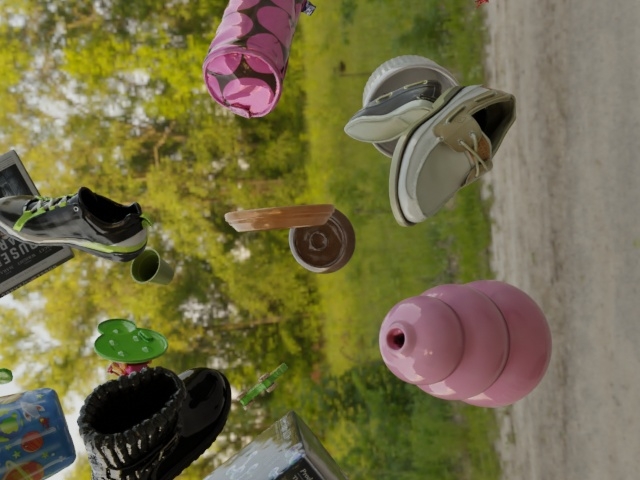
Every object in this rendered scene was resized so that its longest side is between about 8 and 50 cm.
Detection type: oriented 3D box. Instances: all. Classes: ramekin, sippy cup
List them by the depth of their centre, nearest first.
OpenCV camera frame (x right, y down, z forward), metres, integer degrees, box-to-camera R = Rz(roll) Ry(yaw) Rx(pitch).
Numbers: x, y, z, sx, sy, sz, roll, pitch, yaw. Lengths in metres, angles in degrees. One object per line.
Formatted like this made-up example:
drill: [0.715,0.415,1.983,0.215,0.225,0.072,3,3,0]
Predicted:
sippy cup: [-0.620,0.407,1.645,0.306,0.224,0.240,71,160,1]
ramekin: [0.181,-0.277,1.663,0.109,0.207,0.207,-103,9,-57]

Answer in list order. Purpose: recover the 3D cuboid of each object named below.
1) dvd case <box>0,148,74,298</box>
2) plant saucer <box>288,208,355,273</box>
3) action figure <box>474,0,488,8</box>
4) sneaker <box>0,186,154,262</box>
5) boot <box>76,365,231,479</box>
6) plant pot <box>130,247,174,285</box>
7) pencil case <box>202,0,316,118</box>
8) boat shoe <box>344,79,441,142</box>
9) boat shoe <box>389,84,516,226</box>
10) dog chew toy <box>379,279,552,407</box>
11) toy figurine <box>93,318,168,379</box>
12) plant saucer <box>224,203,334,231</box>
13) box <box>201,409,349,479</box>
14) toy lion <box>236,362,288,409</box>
dvd case: [-0.583,-0.026,1.491,0.239,0.179,0.029,57,168,13]
plant saucer: [0.000,0.000,1.965,0.029,0.168,0.169,-30,-63,-72]
action figure: [0.314,-0.452,1.315,0.139,0.091,0.280,-58,-20,-1]
sneaker: [-0.352,-0.044,1.172,0.084,0.234,0.097,-82,4,-52]
boot: [-0.258,0.280,1.370,0.348,0.131,0.260,-51,-22,-44]
plant pot: [-0.379,0.070,1.883,0.079,0.083,0.083,37,-139,-57]
pencil case: [-0.064,-0.215,0.862,0.209,0.095,0.098,-78,9,-46]
boat shoe: [0.136,-0.238,1.521,0.227,0.081,0.069,-9,58,49]
boat shoe: [0.195,-0.135,1.185,0.302,0.103,0.113,-57,-47,-37]
dog chew toy: [0.216,0.157,1.269,0.331,0.206,0.207,10,-111,-48]
toy figurine: [-0.354,0.248,1.491,0.173,0.130,0.159,30,121,49]
plant saucer: [-0.072,-0.039,1.480,0.200,0.199,0.037,164,100,-86]
box: [-0.134,0.564,1.591,0.212,0.395,0.293,53,177,-7]
toy lion: [-0.109,0.279,1.604,0.034,0.100,0.096,51,-164,1]
